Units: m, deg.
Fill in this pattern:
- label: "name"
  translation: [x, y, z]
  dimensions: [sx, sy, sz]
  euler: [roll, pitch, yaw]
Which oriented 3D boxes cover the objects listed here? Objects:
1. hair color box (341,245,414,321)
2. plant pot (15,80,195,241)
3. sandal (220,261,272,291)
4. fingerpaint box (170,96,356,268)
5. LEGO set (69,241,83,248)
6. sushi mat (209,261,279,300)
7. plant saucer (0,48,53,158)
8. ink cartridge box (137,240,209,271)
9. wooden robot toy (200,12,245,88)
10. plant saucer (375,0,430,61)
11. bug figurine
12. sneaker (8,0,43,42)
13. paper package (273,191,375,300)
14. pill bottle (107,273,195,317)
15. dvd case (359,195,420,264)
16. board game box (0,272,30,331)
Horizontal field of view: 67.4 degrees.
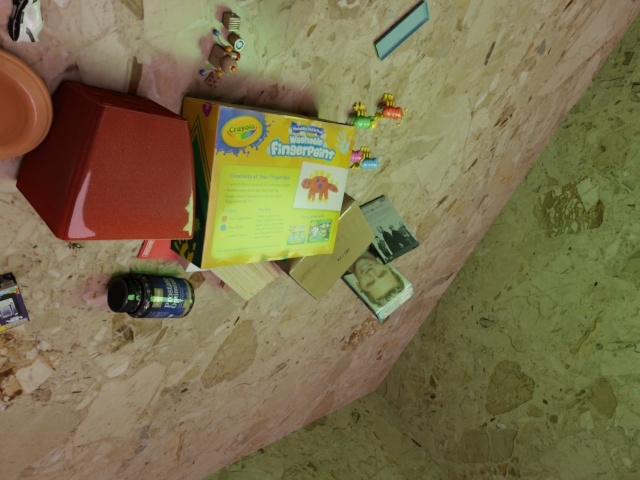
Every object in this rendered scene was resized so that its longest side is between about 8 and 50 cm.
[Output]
- label: "hair color box"
  translation: [0.176, 0.122, 1.839]
  dimensions: [0.174, 0.347, 0.105]
  euler: [-39, 149, -6]
- label: "plant pot"
  translation: [-0.403, -0.163, 0.949]
  dimensions: [0.267, 0.267, 0.236]
  euler: [-1, 116, -48]
- label: "sandal"
  translation: [-0.220, 0.110, 1.634]
  dimensions: [0.240, 0.079, 0.088]
  euler: [-37, 148, -11]
- label: "fingerpaint box"
  translation: [-0.139, -0.145, 1.237]
  dimensions: [0.444, 0.163, 0.372]
  euler: [-7, 113, -45]
- label: "LEGO set"
  translation: [-0.579, -0.013, 1.139]
  dimensions: [0.083, 0.023, 0.054]
  euler: [-42, 149, 25]
- label: "sushi mat"
  translation: [-0.242, 0.080, 1.491]
  dimensions: [0.151, 0.019, 0.316]
  euler: [-40, 146, -5]
- label: "plant saucer"
  translation: [-0.566, -0.226, 0.810]
  dimensions: [0.199, 0.037, 0.200]
  euler: [-12, 128, -15]
- label: "ink cartridge box"
  translation: [-0.330, -0.042, 1.338]
  dimensions: [0.261, 0.066, 0.296]
  euler: [1, 128, -50]
- label: "wooden robot toy"
  translation: [-0.196, -0.396, 1.046]
  dimensions: [0.076, 0.079, 0.173]
  euler: [-4, 132, -46]
- label: "plant saucer"
  translation: [0.230, -0.591, 1.353]
  dimensions: [0.192, 0.018, 0.067]
  euler: [-43, 149, -2]
- label: "bug figurine"
  translation: [0.157, -0.327, 1.540]
  dimensions: [0.216, 0.072, 0.279]
  euler: [-12, 138, -40]
- label: "sneaker"
  translation: [-0.480, -0.379, 0.792]
  dimensions: [0.109, 0.040, 0.043]
  euler: [-56, 163, 26]
- label: "paper package"
  translation: [0.000, 0.000, 1.635]
  dimensions: [0.325, 0.168, 0.309]
  euler: [-47, 149, -6]
- label: "pill bottle"
  translation: [-0.478, 0.159, 1.359]
  dimensions: [0.123, 0.123, 0.219]
  euler: [-53, 148, 16]
- label: "dvd case"
  translation: [0.244, -0.043, 1.826]
  dimensions: [0.179, 0.239, 0.030]
  euler: [-26, 162, -26]
- label: "board game box"
  translation: [-0.776, 0.161, 1.095]
  dimensions: [0.170, 0.048, 0.141]
  euler: [-20, 144, -33]
